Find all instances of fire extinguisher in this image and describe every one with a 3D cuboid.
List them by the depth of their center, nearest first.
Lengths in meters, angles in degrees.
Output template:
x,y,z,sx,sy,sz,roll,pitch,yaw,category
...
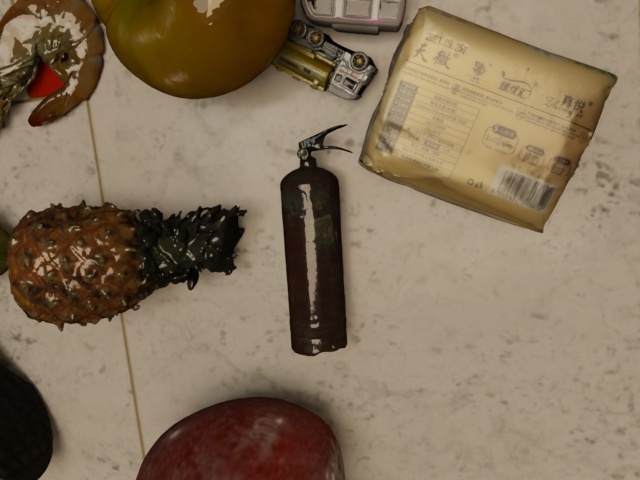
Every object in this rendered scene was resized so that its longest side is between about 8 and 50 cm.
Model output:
x,y,z,sx,sy,sz,roll,pitch,yaw,category
0.000,0.000,0.667,0.089,0.072,0.267,0,100,19,fire extinguisher

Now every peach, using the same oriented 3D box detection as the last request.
x,y,z,sx,sy,sz,roll,pitch,yaw,category
-0.139,-0.273,0.594,0.251,0.153,0.251,9,104,40,peach

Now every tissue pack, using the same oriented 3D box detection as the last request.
x,y,z,sx,sy,sz,roll,pitch,yaw,category
0.169,-0.128,0.607,0.222,0.090,0.186,21,105,7,tissue pack

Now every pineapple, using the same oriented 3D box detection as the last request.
x,y,z,sx,sy,sz,roll,pitch,yaw,category
-0.220,0.014,0.686,0.279,0.158,0.157,-10,98,-1,pineapple

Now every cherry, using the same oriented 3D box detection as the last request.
x,y,z,sx,sy,sz,roll,pitch,yaw,category
-0.104,0.318,0.670,0.286,0.213,0.236,-33,98,6,cherry

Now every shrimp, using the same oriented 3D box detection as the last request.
x,y,z,sx,sy,sz,roll,pitch,yaw,category
-0.365,-0.209,0.717,0.133,0.053,0.236,36,101,-18,shrimp

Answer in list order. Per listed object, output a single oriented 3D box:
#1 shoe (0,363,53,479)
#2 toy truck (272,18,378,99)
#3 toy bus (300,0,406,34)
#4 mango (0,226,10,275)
x,y,z,sx,sy,sz,roll,pitch,yaw,category
-0.529,0.223,0.777,0.171,0.132,0.336,-35,90,18,shoe
0.001,-0.205,0.643,0.123,0.052,0.062,30,108,5,toy truck
0.036,-0.270,0.622,0.123,0.060,0.074,7,104,7,toy bus
-0.535,-0.027,0.740,0.268,0.111,0.133,25,91,0,mango
